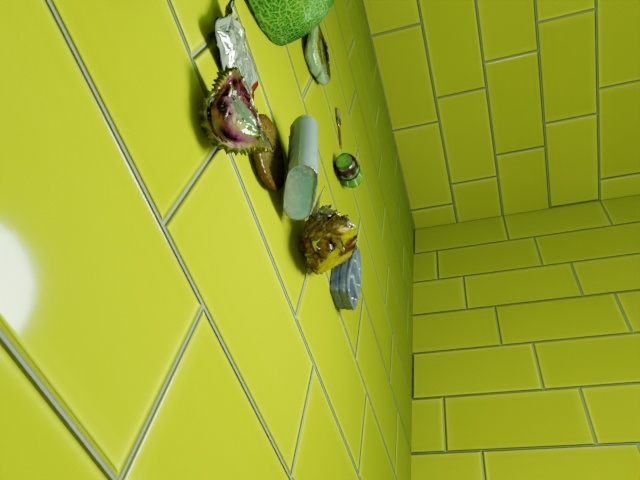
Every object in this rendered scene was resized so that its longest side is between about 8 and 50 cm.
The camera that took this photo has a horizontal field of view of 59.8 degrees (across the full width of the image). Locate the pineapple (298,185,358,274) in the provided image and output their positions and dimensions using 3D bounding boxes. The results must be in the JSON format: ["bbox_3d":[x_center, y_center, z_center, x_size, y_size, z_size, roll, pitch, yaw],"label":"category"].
[{"bbox_3d":[-0.003,-0.004,1.496,0.158,0.161,0.334,55,-6,7],"label":"pineapple"}]

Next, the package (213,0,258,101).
[{"bbox_3d":[-0.187,-0.401,1.231,0.232,0.040,0.166,76,18,-47],"label":"package"}]

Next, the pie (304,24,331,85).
[{"bbox_3d":[-0.010,-0.665,1.962,0.240,0.054,0.241,-8,90,-76],"label":"pie"}]

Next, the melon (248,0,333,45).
[{"bbox_3d":[-0.069,-0.690,1.516,0.331,0.226,0.343,-56,151,-9],"label":"melon"}]

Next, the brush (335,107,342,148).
[{"bbox_3d":[0.075,-0.444,2.213,0.043,0.014,0.170,28,56,-69],"label":"brush"}]

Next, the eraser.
[{"bbox_3d":[-0.048,-0.187,1.416,0.227,0.081,0.174,-91,-173,-47],"label":"eraser"}]

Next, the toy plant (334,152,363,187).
[{"bbox_3d":[0.110,-0.255,2.086,0.162,0.092,0.093,52,33,-59],"label":"toy plant"}]

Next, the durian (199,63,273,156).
[{"bbox_3d":[-0.189,-0.230,1.066,0.108,0.119,0.187,-29,100,-34],"label":"durian"}]

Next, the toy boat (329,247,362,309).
[{"bbox_3d":[0.094,0.115,1.851,0.283,0.078,0.127,-74,150,-57],"label":"toy boat"}]

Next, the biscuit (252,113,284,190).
[{"bbox_3d":[-0.127,-0.210,1.340,0.188,0.027,0.188,-10,90,-76],"label":"biscuit"}]
